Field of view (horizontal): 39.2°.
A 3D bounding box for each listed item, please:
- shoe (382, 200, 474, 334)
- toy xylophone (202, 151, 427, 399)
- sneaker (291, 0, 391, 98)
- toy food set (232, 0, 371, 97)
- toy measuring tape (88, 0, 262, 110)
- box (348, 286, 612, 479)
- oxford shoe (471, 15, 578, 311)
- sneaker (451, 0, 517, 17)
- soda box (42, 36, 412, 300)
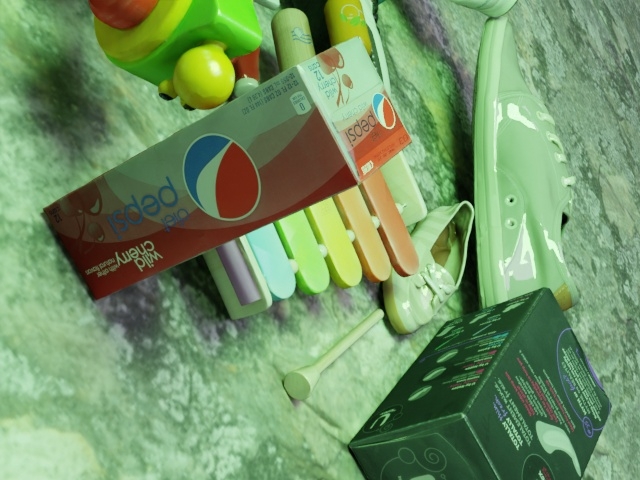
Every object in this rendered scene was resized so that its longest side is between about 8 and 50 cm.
[{"bbox_3d":[0.127,0.023,1.032,0.077,0.058,0.219,53,38,-19],"label":"shoe"},{"bbox_3d":[0.000,0.000,0.862,0.236,0.081,0.322,61,36,-9],"label":"toy xylophone"},{"bbox_3d":[0.045,-0.275,1.043,0.178,0.123,0.296,-15,83,-45],"label":"sneaker"},{"bbox_3d":[-0.061,-0.204,0.857,0.232,0.111,0.105,16,52,-40],"label":"toy food set"},{"bbox_3d":[-0.123,-0.220,0.681,0.121,0.121,0.330,20,43,-45],"label":"toy measuring tape"},{"bbox_3d":[0.175,0.190,0.930,0.165,0.143,0.270,60,37,-6],"label":"box"},{"bbox_3d":[0.259,-0.092,1.163,0.169,0.129,0.450,66,22,-63],"label":"oxford shoe"},{"bbox_3d":[0.139,-0.411,1.177,0.129,0.111,0.297,-14,55,-49],"label":"sneaker"},{"bbox_3d":[-0.073,-0.044,0.635,0.084,0.263,0.092,61,37,-9],"label":"soda box"}]
